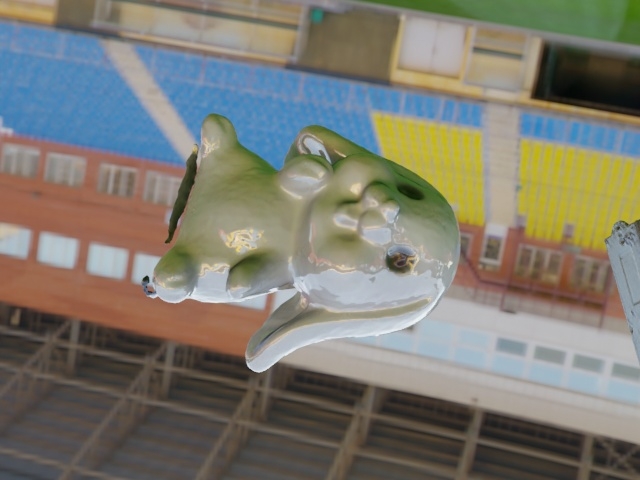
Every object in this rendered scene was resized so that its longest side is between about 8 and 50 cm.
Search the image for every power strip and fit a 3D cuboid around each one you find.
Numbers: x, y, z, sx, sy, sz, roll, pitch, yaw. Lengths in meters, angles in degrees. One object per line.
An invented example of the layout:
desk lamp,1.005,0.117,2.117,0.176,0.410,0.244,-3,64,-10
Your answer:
power strip,0.375,0.104,1.249,0.034,0.267,0.092,-9,166,-16

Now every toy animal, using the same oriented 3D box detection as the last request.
toy animal,-0.016,0.011,1.126,0.289,0.249,0.174,29,170,27
